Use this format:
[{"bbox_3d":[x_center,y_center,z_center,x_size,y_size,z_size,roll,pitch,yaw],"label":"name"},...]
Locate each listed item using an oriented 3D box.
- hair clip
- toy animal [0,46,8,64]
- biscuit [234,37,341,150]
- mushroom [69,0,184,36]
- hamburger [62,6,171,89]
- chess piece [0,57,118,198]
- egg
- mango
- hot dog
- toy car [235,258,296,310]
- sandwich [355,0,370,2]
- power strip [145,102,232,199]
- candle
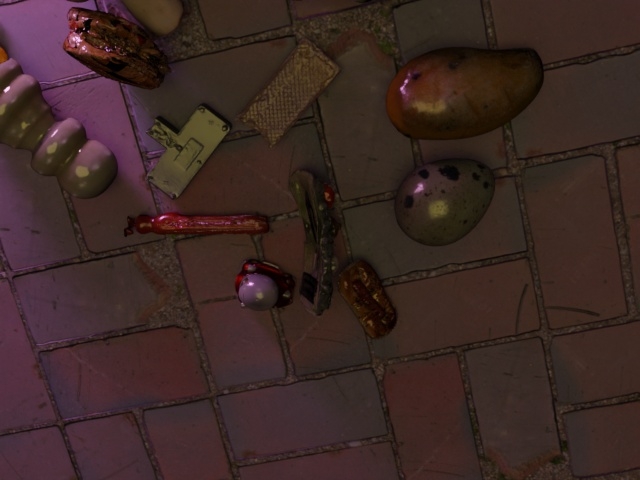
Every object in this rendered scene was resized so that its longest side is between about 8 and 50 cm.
[{"bbox_3d":[0.002,0.001,1.888,0.091,0.138,0.321,-10,107,-24],"label":"hair clip"},{"bbox_3d":[-0.761,-0.408,1.842,0.127,0.131,0.181,15,102,33],"label":"toy animal"},{"bbox_3d":[-0.070,-0.314,1.823,0.108,0.062,0.239,41,104,-6],"label":"biscuit"},{"bbox_3d":[-0.396,-0.566,1.685,0.314,0.314,0.336,-34,127,13],"label":"mushroom"},{"bbox_3d":[-0.422,-0.387,1.745,0.231,0.231,0.106,19,84,-2],"label":"hamburger"},{"bbox_3d":[-0.592,-0.219,1.841,0.330,0.182,0.182,39,105,-13],"label":"chess piece"},{"bbox_3d":[0.266,-0.087,1.807,0.228,0.177,0.177,-31,102,3],"label":"egg"},{"bbox_3d":[0.297,-0.303,1.756,0.330,0.175,0.176,-7,130,-13],"label":"mango"},{"bbox_3d":[0.108,0.132,1.932,0.108,0.059,0.191,-39,108,-26],"label":"hot dog"},{"bbox_3d":[-0.130,0.114,1.928,0.139,0.112,0.112,11,107,1],"label":"toy car"},{"bbox_3d":[0.000,-0.581,1.654,0.301,0.162,0.250,2,135,48],"label":"sandwich"},{"bbox_3d":[-0.313,-0.210,1.871,0.145,0.061,0.215,37,105,-8],"label":"power strip"},{"bbox_3d":[-0.280,-0.038,1.929,0.330,0.048,0.051,-1,120,3],"label":"candle"}]
